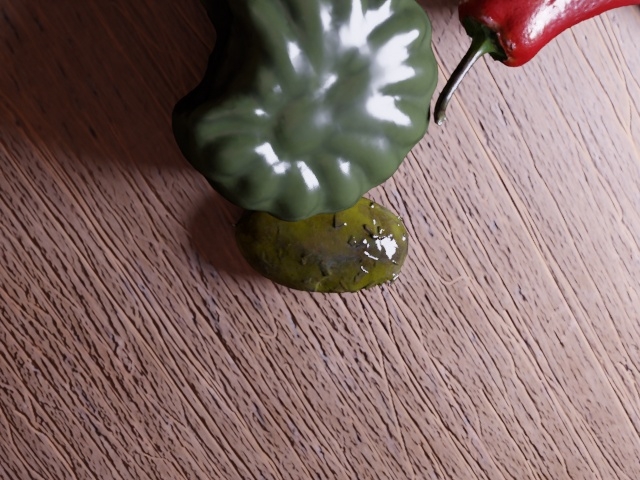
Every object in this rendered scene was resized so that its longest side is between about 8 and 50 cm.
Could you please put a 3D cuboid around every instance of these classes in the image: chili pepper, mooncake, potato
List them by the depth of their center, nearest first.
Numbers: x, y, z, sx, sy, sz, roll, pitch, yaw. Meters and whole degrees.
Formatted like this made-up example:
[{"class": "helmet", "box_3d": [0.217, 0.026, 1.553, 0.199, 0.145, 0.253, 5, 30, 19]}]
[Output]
[{"class": "mooncake", "box_3d": [-0.018, -0.196, 1.461, 0.351, 0.187, 0.351, -10, 113, -24]}, {"class": "chili pepper", "box_3d": [0.253, -0.300, 1.500, 0.338, 0.134, 0.131, -29, 130, -8]}, {"class": "potato", "box_3d": [0.000, 0.000, 1.603, 0.251, 0.113, 0.149, 10, 101, -10]}]
